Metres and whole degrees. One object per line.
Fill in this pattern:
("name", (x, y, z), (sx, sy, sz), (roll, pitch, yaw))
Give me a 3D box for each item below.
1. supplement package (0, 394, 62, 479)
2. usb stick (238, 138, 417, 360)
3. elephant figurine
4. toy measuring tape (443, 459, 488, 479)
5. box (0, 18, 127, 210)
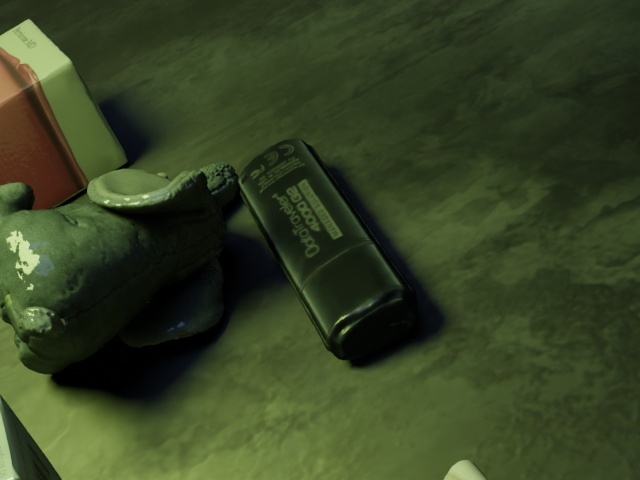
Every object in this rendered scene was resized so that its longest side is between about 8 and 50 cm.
("supplement package", (-0.270, 0.206, 1.005), (0.179, 0.105, 0.105), (-29, 36, -4))
("usb stick", (0.000, 0.000, 1.159), (0.077, 0.045, 0.278), (-34, 35, 1))
("elephant figurine", (-0.142, 0.001, 1.168), (0.239, 0.169, 0.186), (-19, 61, -18))
("toy measuring tape", (-0.048, 0.205, 0.861), (0.330, 0.121, 0.121), (-32, 35, -9))
("box", (-0.329, -0.087, 1.407), (0.232, 0.127, 0.148), (-34, 35, -11))
